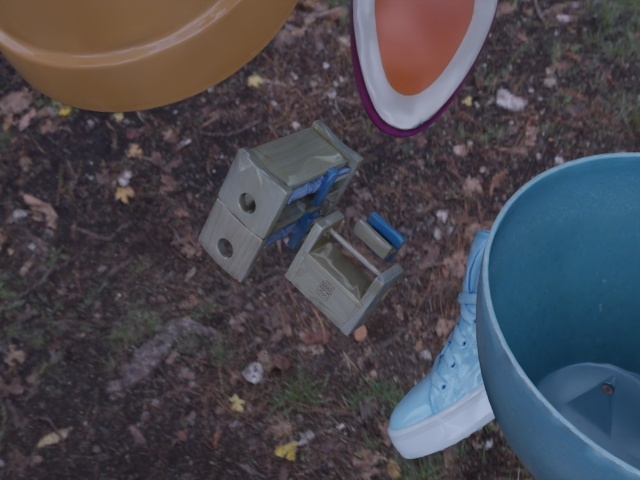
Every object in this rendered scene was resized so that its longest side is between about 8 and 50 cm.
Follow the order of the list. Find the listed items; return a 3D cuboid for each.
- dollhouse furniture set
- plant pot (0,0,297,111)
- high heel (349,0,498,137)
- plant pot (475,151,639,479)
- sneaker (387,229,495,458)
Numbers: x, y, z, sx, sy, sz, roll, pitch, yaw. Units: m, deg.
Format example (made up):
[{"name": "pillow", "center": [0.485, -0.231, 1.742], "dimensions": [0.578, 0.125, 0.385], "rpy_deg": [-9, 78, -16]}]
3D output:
[{"name": "dollhouse furniture set", "center": [0.000, 0.000, 0.811], "dimensions": [0.183, 0.129, 0.129], "rpy_deg": [43, 40, 15]}, {"name": "plant pot", "center": [-0.169, -0.274, 0.625], "dimensions": [0.290, 0.203, 0.291], "rpy_deg": [-5, 66, 11]}, {"name": "high heel", "center": [0.089, -0.233, 0.786], "dimensions": [0.127, 0.181, 0.377], "rpy_deg": [16, 66, -4]}, {"name": "plant pot", "center": [0.246, 0.104, 0.619], "dimensions": [0.290, 0.195, 0.290], "rpy_deg": [3, 49, -3]}, {"name": "sneaker", "center": [0.186, 0.068, 0.858], "dimensions": [0.366, 0.135, 0.150], "rpy_deg": [-43, 86, 9]}]
